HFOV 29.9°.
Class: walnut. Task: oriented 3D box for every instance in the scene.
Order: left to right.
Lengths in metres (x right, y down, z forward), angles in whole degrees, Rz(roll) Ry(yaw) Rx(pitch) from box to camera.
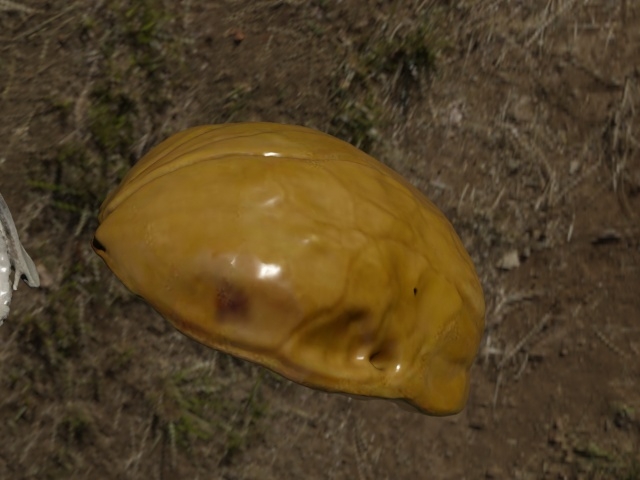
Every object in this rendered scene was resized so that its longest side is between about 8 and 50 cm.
[{"bbox_3d":[0.002,-0.001,0.549,0.211,0.167,0.087,21,106,-38],"label":"walnut"}]

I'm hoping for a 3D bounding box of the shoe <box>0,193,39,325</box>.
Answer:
[{"bbox_3d":[-0.335,-0.010,1.030,0.171,0.351,0.198,13,147,-35],"label":"shoe"}]
